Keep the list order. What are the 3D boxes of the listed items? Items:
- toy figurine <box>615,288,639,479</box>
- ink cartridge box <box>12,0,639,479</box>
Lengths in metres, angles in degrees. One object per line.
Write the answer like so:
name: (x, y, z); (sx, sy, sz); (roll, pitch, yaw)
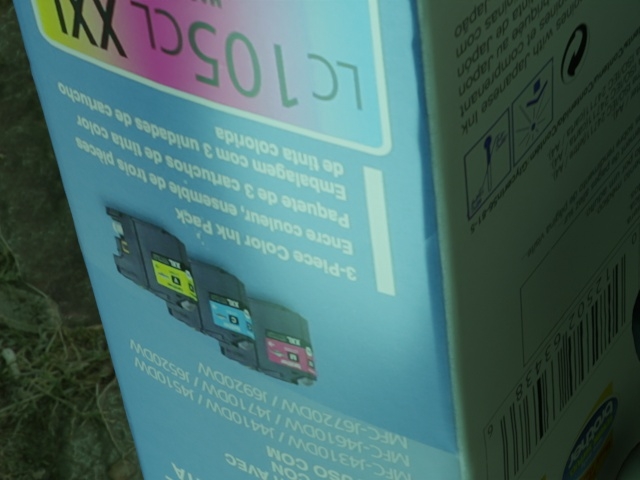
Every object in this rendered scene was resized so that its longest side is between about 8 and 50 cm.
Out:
toy figurine: (0.175, 0.103, 0.550); (0.213, 0.148, 0.209); (85, 174, -61)
ink cartridge box: (0.058, -0.022, 0.656); (0.270, 0.151, 0.395); (-46, -37, -34)
